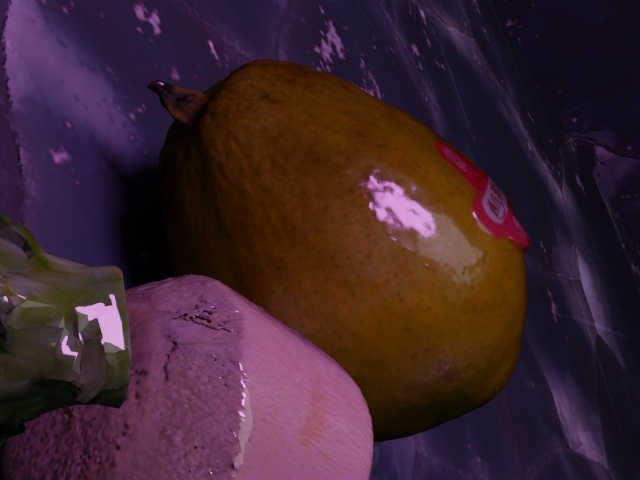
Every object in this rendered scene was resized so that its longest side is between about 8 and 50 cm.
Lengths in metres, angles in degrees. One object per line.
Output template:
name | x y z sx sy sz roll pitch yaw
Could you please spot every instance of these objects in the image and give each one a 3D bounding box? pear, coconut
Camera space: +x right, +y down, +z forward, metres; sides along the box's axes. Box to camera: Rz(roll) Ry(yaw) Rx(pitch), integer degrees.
pear | 0.000 0.000 0.828 0.375 0.287 0.287 44 31 -13
coconut | -0.072 0.144 0.638 0.234 0.224 0.224 34 40 -45

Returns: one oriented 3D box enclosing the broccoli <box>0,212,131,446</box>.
broccoli | -0.206 0.054 0.401 0.269 0.269 0.254 41 6 -42
